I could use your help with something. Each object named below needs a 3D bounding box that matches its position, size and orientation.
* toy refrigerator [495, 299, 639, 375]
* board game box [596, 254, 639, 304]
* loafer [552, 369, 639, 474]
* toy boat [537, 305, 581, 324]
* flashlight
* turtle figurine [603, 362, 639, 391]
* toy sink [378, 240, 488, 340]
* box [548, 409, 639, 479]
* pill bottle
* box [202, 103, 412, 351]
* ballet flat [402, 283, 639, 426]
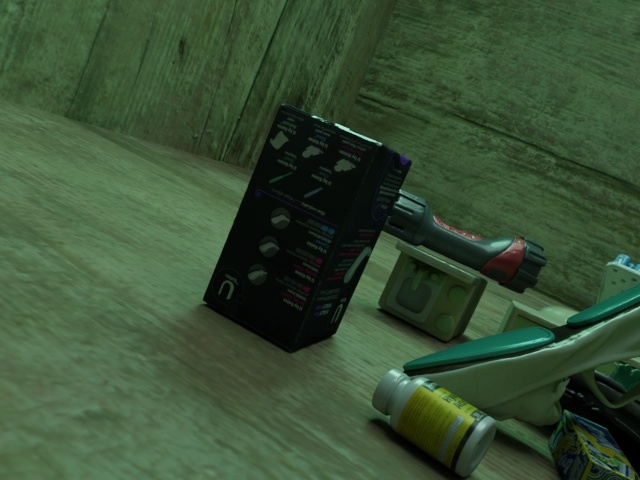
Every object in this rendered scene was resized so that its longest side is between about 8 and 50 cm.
[{"bbox_3d":[0.484,0.224,1.275,0.269,0.102,0.094,25,8,10],"label":"toy refrigerator"},{"bbox_3d":[0.805,0.235,1.442,0.390,0.050,0.390,28,-30,32],"label":"board game box"},{"bbox_3d":[0.376,0.243,0.886,0.302,0.095,0.109,23,-30,17],"label":"loafer"},{"bbox_3d":[0.614,0.248,1.429,0.318,0.148,0.267,17,1,15],"label":"toy boat"},{"bbox_3d":[0.263,-0.005,1.212,0.304,0.103,0.103,25,5,-5],"label":"flashlight"},{"bbox_3d":[0.444,0.233,1.042,0.175,0.118,0.234,24,-5,-6],"label":"turtle figurine"},{"bbox_3d":[0.210,0.099,1.232,0.153,0.131,0.234,26,4,19],"label":"toy sink"},{"bbox_3d":[0.311,0.255,0.751,0.059,0.054,0.169,24,9,9],"label":"box"},{"bbox_3d":[0.111,0.179,0.658,0.116,0.065,0.065,27,9,31],"label":"pill bottle"},{"bbox_3d":[-0.013,-0.016,0.848,0.143,0.270,0.165,26,8,19],"label":"box"},{"bbox_3d":[0.301,0.152,0.791,0.400,0.139,0.139,-20,6,5],"label":"ballet flat"}]
